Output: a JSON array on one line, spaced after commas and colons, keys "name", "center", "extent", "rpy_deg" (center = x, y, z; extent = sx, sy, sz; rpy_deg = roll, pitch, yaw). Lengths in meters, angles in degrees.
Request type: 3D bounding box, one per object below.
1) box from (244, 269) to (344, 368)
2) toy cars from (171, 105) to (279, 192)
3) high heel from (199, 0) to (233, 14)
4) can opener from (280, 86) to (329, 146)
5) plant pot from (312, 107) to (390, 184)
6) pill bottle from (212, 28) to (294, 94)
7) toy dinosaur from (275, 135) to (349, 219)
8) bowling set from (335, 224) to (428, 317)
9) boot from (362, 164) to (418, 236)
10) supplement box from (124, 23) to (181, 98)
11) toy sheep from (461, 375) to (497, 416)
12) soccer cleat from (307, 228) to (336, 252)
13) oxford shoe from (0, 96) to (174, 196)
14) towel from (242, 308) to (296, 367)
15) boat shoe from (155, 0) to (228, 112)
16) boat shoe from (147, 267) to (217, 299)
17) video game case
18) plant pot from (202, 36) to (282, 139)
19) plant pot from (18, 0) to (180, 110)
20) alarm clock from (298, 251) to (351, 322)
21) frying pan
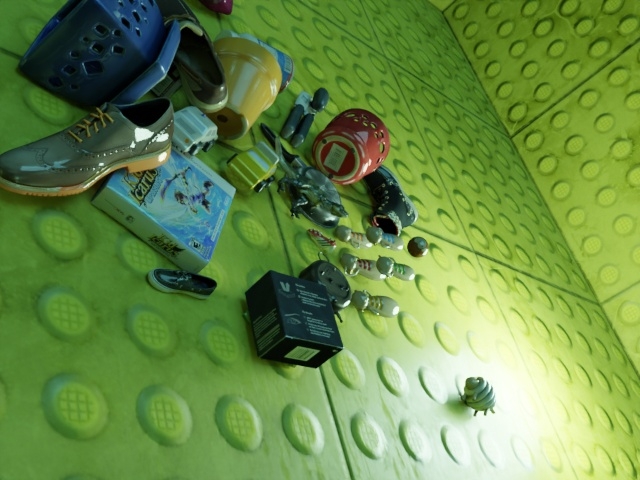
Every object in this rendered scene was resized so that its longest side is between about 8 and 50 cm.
[{"name": "box", "center": [-0.054, 0.160, 1.524], "extent": [0.156, 0.093, 0.158], "rpy_deg": [19, 43, -39]}, {"name": "toy cars", "center": [-0.208, -0.217, 1.714], "extent": [0.394, 0.087, 0.176], "rpy_deg": [28, 21, -48]}, {"name": "high heel", "center": [-0.394, -0.815, 2.223], "extent": [0.377, 0.127, 0.181], "rpy_deg": [56, 0, 17]}, {"name": "can opener", "center": [-0.039, -0.370, 2.181], "extent": [0.076, 0.095, 0.283], "rpy_deg": [41, 30, -15]}, {"name": "plant pot", "center": [0.083, -0.257, 2.134], "extent": [0.191, 0.191, 0.174], "rpy_deg": [48, 35, -6]}, {"name": "pill bottle", "center": [-0.188, -0.492, 2.083], "extent": [0.221, 0.124, 0.124], "rpy_deg": [19, 42, -43]}, {"name": "toy dinosaur", "center": [-0.052, -0.129, 1.889], "extent": [0.268, 0.064, 0.118], "rpy_deg": [47, 49, -4]}, {"name": "bowling set", "center": [0.153, 0.031, 1.906], "extent": [0.154, 0.200, 0.287], "rpy_deg": [18, 39, -42]}, {"name": "boot", "center": [0.181, -0.120, 2.220], "extent": [0.236, 0.085, 0.178], "rpy_deg": [51, 31, -2]}, {"name": "supplement box", "center": [-0.412, -0.446, 1.768], "extent": [0.239, 0.073, 0.130], "rpy_deg": [44, 29, -13]}, {"name": "toy sheep", "center": [0.413, 0.402, 1.958], "extent": [0.132, 0.091, 0.091], "rpy_deg": [56, 26, -21]}, {"name": "soccer cleat", "center": [0.000, 0.000, 1.889], "extent": [0.083, 0.035, 0.029], "rpy_deg": [30, 21, 9]}, {"name": "oxford shoe", "center": [-0.415, -0.181, 1.347], "extent": [0.130, 0.132, 0.364], "rpy_deg": [39, 40, 20]}, {"name": "towel", "center": [-0.085, 0.180, 1.571], "extent": [0.152, 0.023, 0.113], "rpy_deg": [48, 29, -6]}, {"name": "boat shoe", "center": [-0.301, -0.455, 1.695], "extent": [0.123, 0.123, 0.342], "rpy_deg": [-22, 77, -20]}, {"name": "boat shoe", "center": [-0.258, 0.075, 1.429], "extent": [0.142, 0.040, 0.049], "rpy_deg": [20, 42, -44]}, {"name": "video game case", "center": [-0.305, -0.092, 1.533], "extent": [0.244, 0.061, 0.269], "rpy_deg": [38, 32, -20]}, {"name": "plant pot", "center": [-0.213, -0.353, 1.838], "extent": [0.205, 0.205, 0.188], "rpy_deg": [36, 48, -26]}, {"name": "plant pot", "center": [-0.429, -0.398, 1.542], "extent": [0.212, 0.236, 0.236], "rpy_deg": [43, 29, -29]}, {"name": "alarm clock", "center": [0.013, 0.094, 1.771], "extent": [0.129, 0.064, 0.192], "rpy_deg": [33, 31, -29]}, {"name": "frying pan", "center": [-0.032, -0.177, 2.028], "extent": [0.197, 0.053, 0.326], "rpy_deg": [9, 53, -50]}]
